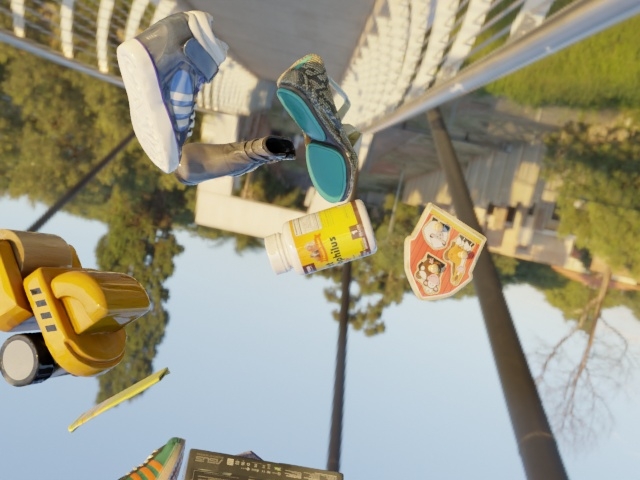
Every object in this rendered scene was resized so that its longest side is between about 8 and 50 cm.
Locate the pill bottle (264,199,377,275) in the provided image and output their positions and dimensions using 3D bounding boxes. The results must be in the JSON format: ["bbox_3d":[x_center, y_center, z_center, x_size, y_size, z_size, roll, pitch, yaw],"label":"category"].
[{"bbox_3d":[0.000,0.000,1.413,0.215,0.117,0.117,-18,-177,3],"label":"pill bottle"}]

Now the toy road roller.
[{"bbox_3d":[-0.471,0.099,1.294,0.241,0.329,0.202,-32,165,18],"label":"toy road roller"}]

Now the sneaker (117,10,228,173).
[{"bbox_3d":[-0.271,-0.312,1.430,0.236,0.322,0.130,-35,-126,-27],"label":"sneaker"}]

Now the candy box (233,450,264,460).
[{"bbox_3d":[-0.117,0.614,1.423,0.122,0.268,0.317,-10,-174,-26],"label":"candy box"}]

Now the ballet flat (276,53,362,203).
[{"bbox_3d":[0.027,-0.301,1.874,0.164,0.182,0.482,25,156,32],"label":"ballet flat"}]

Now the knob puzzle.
[{"bbox_3d":[0.260,0.042,1.485,0.213,0.213,0.030,11,180,-25],"label":"knob puzzle"}]

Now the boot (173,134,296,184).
[{"bbox_3d":[-0.231,-0.239,1.898,0.223,0.118,0.338,-11,-173,32],"label":"boot"}]

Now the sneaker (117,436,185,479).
[{"bbox_3d":[-0.401,0.547,1.551,0.121,0.108,0.302,17,-149,6],"label":"sneaker"}]

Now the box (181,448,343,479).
[{"bbox_3d":[-0.084,0.396,0.946,0.233,0.059,0.183,11,-139,-9],"label":"box"}]

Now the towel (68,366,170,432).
[{"bbox_3d":[-0.456,0.363,1.575,0.237,0.021,0.102,-29,-175,2],"label":"towel"}]
